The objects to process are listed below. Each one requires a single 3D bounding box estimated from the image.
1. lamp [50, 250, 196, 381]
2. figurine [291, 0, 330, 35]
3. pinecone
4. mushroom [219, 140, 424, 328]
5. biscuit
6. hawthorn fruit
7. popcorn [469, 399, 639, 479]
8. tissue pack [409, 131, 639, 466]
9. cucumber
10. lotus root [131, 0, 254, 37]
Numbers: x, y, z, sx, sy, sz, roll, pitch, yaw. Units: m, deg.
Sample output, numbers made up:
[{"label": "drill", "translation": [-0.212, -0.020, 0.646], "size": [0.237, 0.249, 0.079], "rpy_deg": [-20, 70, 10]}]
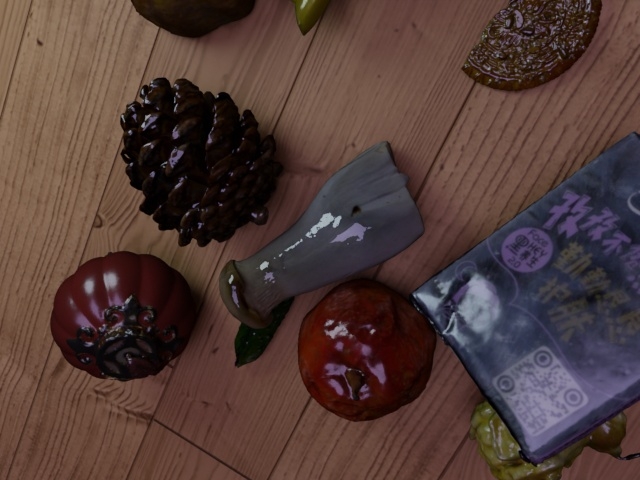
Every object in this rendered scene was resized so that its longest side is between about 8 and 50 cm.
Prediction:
[{"label": "lamp", "translation": [-0.317, 0.128, 0.874], "size": [0.227, 0.227, 0.226], "rpy_deg": [3, 101, 15]}, {"label": "figurine", "translation": [-0.026, -0.450, 0.708], "size": [0.218, 0.169, 0.326], "rpy_deg": [-41, 81, -5]}, {"label": "pinecone", "translation": [-0.181, -0.116, 0.792], "size": [0.272, 0.224, 0.224], "rpy_deg": [46, 108, 8]}, {"label": "mushroom", "translation": [0.000, 0.000, 0.787], "size": [0.329, 0.122, 0.159], "rpy_deg": [-32, 50, 4]}, {"label": "biscuit", "translation": [0.299, -0.284, 0.724], "size": [0.126, 0.025, 0.206], "rpy_deg": [42, 108, 5]}, {"label": "hawthorn fruit", "translation": [0.057, 0.171, 0.763], "size": [0.208, 0.243, 0.207], "rpy_deg": [3, 102, 13]}, {"label": "popcorn", "translation": [0.318, 0.270, 0.762], "size": [0.195, 0.173, 0.168], "rpy_deg": [-23, 133, -6]}, {"label": "tissue pack", "translation": [0.328, 0.069, 0.660], "size": [0.361, 0.122, 0.259], "rpy_deg": [-38, 60, 7]}, {"label": "cucumber", "translation": [-0.094, 0.122, 0.892], "size": [0.069, 0.069, 0.227], "rpy_deg": [30, 110, 9]}, {"label": "lotus root", "translation": [-0.213, -0.405, 0.768], "size": [0.199, 0.180, 0.188], "rpy_deg": [-14, 100, 17]}]
